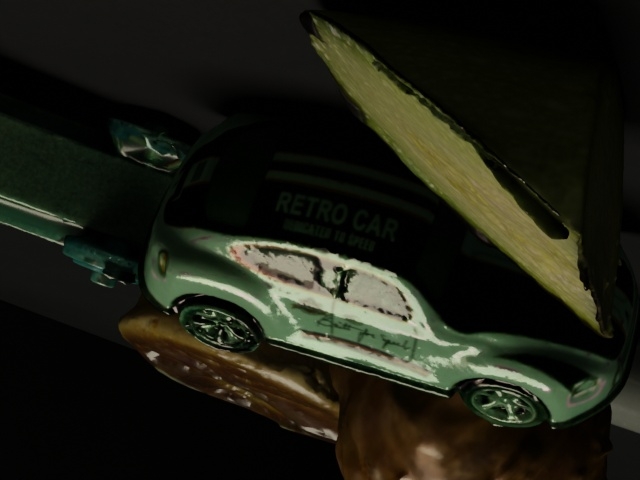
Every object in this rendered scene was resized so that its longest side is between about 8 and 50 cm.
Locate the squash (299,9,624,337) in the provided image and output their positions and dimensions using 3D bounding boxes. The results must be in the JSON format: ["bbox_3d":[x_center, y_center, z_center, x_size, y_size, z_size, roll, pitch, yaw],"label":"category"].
[{"bbox_3d":[0.081,-0.059,0.652,0.184,0.085,0.192,45,177,21],"label":"squash"}]

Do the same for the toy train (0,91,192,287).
[{"bbox_3d":[-0.221,-0.057,1.049,0.298,0.120,0.194,22,177,-21],"label":"toy train"}]

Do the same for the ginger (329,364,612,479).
[{"bbox_3d":[0.115,0.117,1.169,0.223,0.269,0.200,-28,121,23],"label":"ginger"}]

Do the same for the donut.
[{"bbox_3d":[-0.047,0.113,1.606,0.330,0.159,0.330,24,162,8],"label":"donut"}]

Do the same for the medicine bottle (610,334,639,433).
[{"bbox_3d":[0.276,0.123,1.233,0.130,0.080,0.080,20,170,-10],"label":"medicine bottle"}]

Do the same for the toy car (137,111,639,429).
[{"bbox_3d":[0.043,0.006,0.872,0.306,0.136,0.125,15,149,9],"label":"toy car"}]
